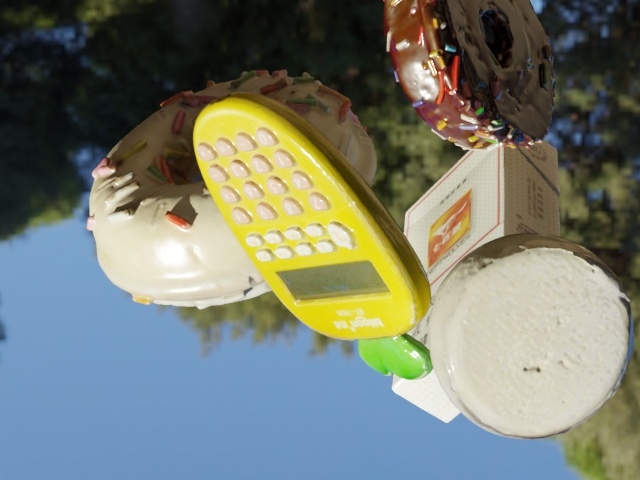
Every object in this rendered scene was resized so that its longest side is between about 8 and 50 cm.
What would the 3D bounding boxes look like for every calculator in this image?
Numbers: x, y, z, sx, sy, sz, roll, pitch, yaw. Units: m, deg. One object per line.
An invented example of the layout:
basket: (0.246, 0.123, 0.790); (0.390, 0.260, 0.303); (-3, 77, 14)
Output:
calculator: (0.000, 0.000, 1.038); (0.146, 0.235, 0.032); (-8, -147, 52)

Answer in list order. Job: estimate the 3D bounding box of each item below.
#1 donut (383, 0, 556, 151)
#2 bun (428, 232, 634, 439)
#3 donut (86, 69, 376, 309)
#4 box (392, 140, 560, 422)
donut: (0.143, -0.192, 1.534); (0.089, 0.235, 0.235); (-18, -168, 33)
bun: (0.132, 0.056, 1.035); (0.138, 0.138, 0.094); (-7, -162, -12)
donut: (-0.114, -0.077, 1.924); (0.382, 0.142, 0.383); (-15, -146, 11)
box: (0.189, 0.028, 1.876); (0.095, 0.210, 0.330); (31, -143, -20)
